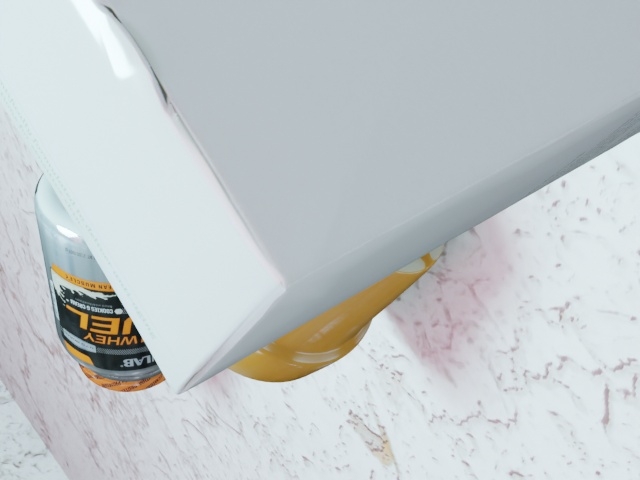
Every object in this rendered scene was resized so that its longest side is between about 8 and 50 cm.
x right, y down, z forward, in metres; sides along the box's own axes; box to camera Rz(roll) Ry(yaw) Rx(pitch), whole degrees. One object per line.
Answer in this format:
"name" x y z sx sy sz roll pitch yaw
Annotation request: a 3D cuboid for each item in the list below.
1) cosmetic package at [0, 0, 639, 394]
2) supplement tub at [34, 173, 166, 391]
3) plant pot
"cosmetic package" 0.050 -0.107 0.473 0.197 0.365 0.155 59 151 9
"supplement tub" -0.255 0.042 1.269 0.193 0.193 0.316 43 146 32
"plant pot" 0.000 0.000 0.843 0.188 0.205 0.205 -29 88 45
